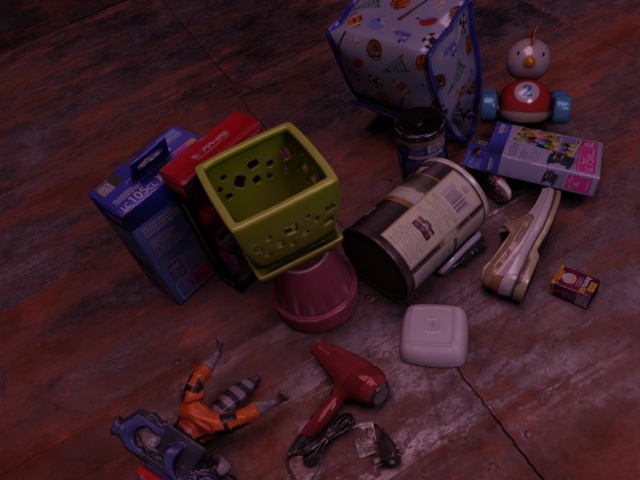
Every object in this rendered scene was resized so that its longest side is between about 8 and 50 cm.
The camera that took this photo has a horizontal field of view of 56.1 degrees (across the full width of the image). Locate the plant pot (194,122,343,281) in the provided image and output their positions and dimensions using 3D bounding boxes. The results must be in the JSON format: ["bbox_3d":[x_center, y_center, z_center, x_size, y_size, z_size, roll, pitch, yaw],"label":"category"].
[{"bbox_3d":[-0.090,-0.066,1.217,0.227,0.207,0.228,-27,47,-9],"label":"plant pot"}]

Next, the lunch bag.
[{"bbox_3d":[0.235,-0.431,1.574,0.328,0.385,0.238,29,75,33],"label":"lunch bag"}]

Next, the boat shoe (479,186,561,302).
[{"bbox_3d":[0.447,-0.010,1.328,0.104,0.113,0.302,20,58,23],"label":"boat shoe"}]

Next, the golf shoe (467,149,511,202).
[{"bbox_3d":[0.437,-0.170,1.501,0.086,0.067,0.186,-19,47,-3],"label":"golf shoe"}]

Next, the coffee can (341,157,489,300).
[{"bbox_3d":[0.212,-0.027,1.348,0.275,0.201,0.202,-40,52,-20],"label":"coffee can"}]

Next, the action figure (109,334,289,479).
[{"bbox_3d":[-0.205,0.401,1.159,0.341,0.178,0.330,39,73,8],"label":"action figure"}]

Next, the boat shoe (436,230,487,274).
[{"bbox_3d":[0.325,0.035,1.368,0.142,0.049,0.040,-41,90,-14],"label":"boat shoe"}]

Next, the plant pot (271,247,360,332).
[{"bbox_3d":[-0.025,0.077,1.337,0.202,0.180,0.201,-8,48,9],"label":"plant pot"}]

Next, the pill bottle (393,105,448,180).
[{"bbox_3d":[0.253,-0.210,1.483,0.123,0.219,0.122,-8,48,9],"label":"pill bottle"}]

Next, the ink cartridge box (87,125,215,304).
[{"bbox_3d":[-0.348,-0.076,1.413,0.151,0.395,0.270,28,62,34],"label":"ink cartridge box"}]

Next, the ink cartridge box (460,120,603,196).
[{"bbox_3d":[0.516,-0.210,1.463,0.311,0.065,0.185,14,39,18],"label":"ink cartridge box"}]

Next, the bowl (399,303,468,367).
[{"bbox_3d":[0.235,0.190,1.253,0.142,0.053,0.142,1,52,17],"label":"bowl"}]

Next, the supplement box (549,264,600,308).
[{"bbox_3d":[0.531,0.097,1.258,0.083,0.043,0.055,24,58,31],"label":"supplement box"}]

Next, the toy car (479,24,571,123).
[{"bbox_3d":[0.537,-0.435,1.558,0.220,0.237,0.210,5,21,15],"label":"toy car"}]

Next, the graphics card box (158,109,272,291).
[{"bbox_3d":[-0.192,-0.081,1.392,0.094,0.370,0.233,27,60,34],"label":"graphics card box"}]

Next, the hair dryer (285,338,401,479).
[{"bbox_3d":[0.027,0.316,1.181,0.224,0.080,0.293,-12,47,6],"label":"hair dryer"}]
